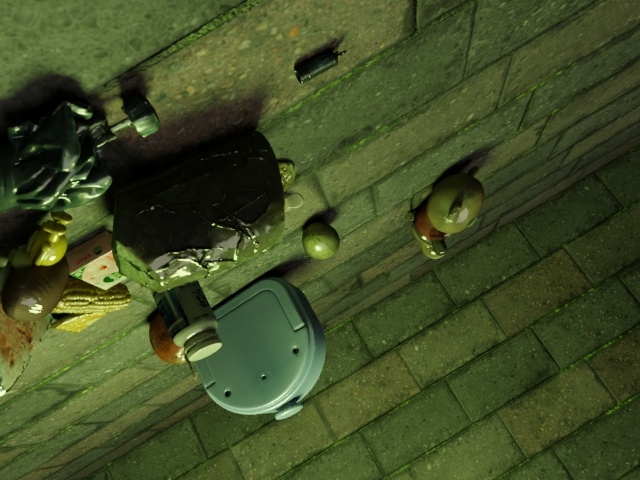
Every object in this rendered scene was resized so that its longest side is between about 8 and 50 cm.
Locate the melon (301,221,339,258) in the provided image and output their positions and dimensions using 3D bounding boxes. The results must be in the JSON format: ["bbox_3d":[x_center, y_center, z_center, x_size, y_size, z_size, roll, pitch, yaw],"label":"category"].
[{"bbox_3d":[0.000,0.000,1.376,0.098,0.098,0.131,-33,156,5],"label":"melon"}]

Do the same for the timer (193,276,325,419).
[{"bbox_3d":[-0.163,0.331,1.528,0.395,0.395,0.173,-33,157,5],"label":"timer"}]

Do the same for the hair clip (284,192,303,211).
[{"bbox_3d":[-0.147,-0.051,1.113,0.226,0.034,0.072,-22,-175,-13],"label":"hair clip"}]

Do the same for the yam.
[{"bbox_3d":[-0.203,-0.034,0.861,0.271,0.201,0.202,-15,155,-23],"label":"yam"}]

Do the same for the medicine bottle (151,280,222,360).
[{"bbox_3d":[-0.300,0.171,1.201,0.107,0.191,0.107,-28,161,-11],"label":"medicine bottle"}]

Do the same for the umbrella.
[{"bbox_3d":[-0.359,-0.078,0.651,0.349,0.094,0.143,-29,165,-12],"label":"umbrella"}]

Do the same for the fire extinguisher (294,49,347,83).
[{"bbox_3d":[0.000,-0.271,0.814,0.083,0.025,0.038,-30,-161,-4],"label":"fire extinguisher"}]

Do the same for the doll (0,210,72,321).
[{"bbox_3d":[-0.432,0.036,0.811,0.096,0.145,0.188,20,95,-24],"label":"doll"}]

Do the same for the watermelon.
[{"bbox_3d":[-0.548,0.180,0.841,0.213,0.201,0.262,-29,163,-7],"label":"watermelon"}]

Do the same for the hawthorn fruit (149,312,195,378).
[{"bbox_3d":[-0.360,0.242,1.343,0.149,0.149,0.189,-26,-158,-14],"label":"hawthorn fruit"}]

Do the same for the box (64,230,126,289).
[{"bbox_3d":[-0.392,0.038,0.962,0.089,0.043,0.125,-30,161,-2],"label":"box"}]

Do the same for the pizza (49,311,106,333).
[{"bbox_3d":[-0.522,0.174,1.132,0.123,0.026,0.108,-18,160,-40],"label":"pizza"}]

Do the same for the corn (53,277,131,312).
[{"bbox_3d":[-0.447,0.106,1.012,0.068,0.068,0.207,-36,160,14],"label":"corn"}]

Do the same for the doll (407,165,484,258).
[{"bbox_3d":[0.386,-0.088,1.653,0.235,0.174,0.330,-56,178,-33],"label":"doll"}]

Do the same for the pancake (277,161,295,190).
[{"bbox_3d":[-0.104,-0.114,1.050,0.129,0.022,0.116,-25,161,-32],"label":"pancake"}]
